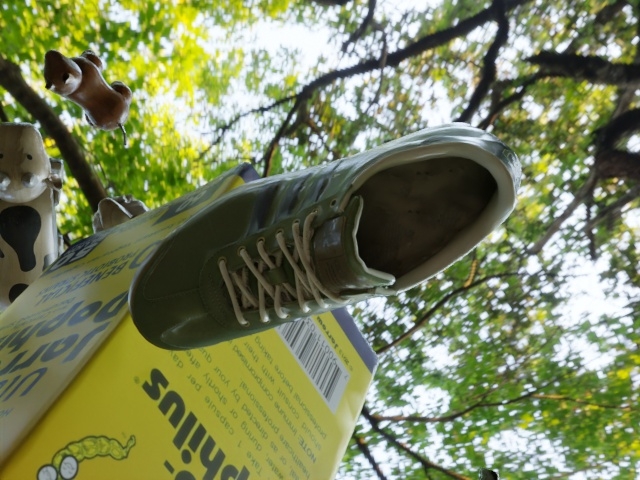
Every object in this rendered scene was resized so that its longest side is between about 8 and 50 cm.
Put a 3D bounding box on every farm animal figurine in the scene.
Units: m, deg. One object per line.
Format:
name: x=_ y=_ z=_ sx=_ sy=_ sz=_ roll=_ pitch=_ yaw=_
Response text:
farm animal figurine: x=-0.344 y=-0.052 z=0.937 sx=0.330 sy=0.172 sz=0.327 roll=-15 pitch=-62 yaw=-7

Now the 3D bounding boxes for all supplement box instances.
supplement box: x=-0.128 y=0.138 z=0.556 sx=0.195 sy=0.194 sz=0.356 roll=57 pitch=-148 yaw=-19

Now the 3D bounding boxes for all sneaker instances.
sneaker: x=0.000 y=0.000 z=0.392 sx=0.192 sy=0.086 sz=0.064 roll=-24 pitch=-79 yaw=0

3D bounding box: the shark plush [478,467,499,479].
shark plush: x=0.099 y=0.236 z=0.591 sx=0.067 sy=0.073 sz=0.161 roll=33 pitch=-99 yaw=-38
